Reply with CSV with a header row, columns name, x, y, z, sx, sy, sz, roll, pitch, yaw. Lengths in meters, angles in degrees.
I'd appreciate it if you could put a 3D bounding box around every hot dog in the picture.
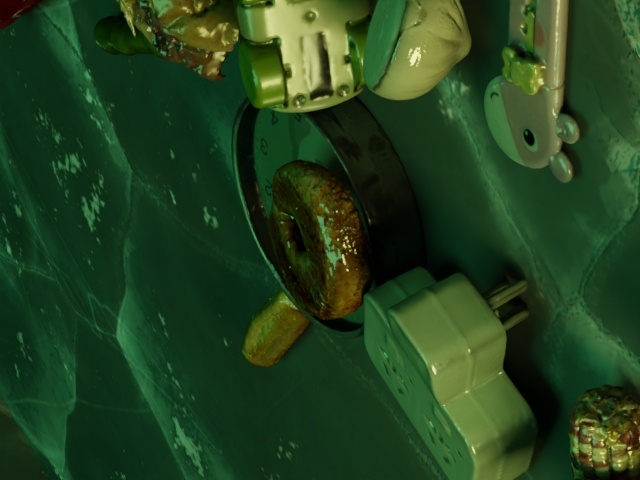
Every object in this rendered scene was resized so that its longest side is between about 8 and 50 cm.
name,x,y,z,sx,sy,sz,roll,pitch,yaw
hot dog,-0.056,0.106,2.293,0.066,0.047,0.216,27,151,-3

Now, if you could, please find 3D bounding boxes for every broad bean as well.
name,x,y,z,sx,sy,sz,roll,pitch,yaw
broad bean,-0.243,-0.269,2.343,0.256,0.052,0.052,16,86,56

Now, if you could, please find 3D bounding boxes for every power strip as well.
name,x,y,z,sx,sy,sz,roll,pitch,yaw
power strip,0.151,0.123,1.863,0.229,0.141,0.261,55,166,24

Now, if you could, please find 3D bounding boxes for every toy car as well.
name,x,y,z,sx,sy,sz,roll,pitch,yaw
toy car,-0.035,-0.264,1.877,0.235,0.145,0.235,166,90,-78

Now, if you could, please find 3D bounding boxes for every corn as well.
name,x,y,z,sx,sy,sz,roll,pitch,yaw
corn,0.283,0.247,1.736,0.079,0.079,0.237,39,145,44

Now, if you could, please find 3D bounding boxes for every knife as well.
name,x,y,z,sx,sy,sz,roll,pitch,yaw
knife,0.189,-0.226,1.568,0.132,0.038,0.399,38,142,40

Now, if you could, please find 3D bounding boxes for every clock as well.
name,x,y,z,sx,sy,sz,roll,pitch,yaw
clock,0.003,-0.038,2.046,0.319,0.066,0.319,43,147,39

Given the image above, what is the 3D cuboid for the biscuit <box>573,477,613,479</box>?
name,x,y,z,sx,sy,sz,roll,pitch,yaw
biscuit,0.301,0.281,1.686,0.206,0.025,0.126,27,133,2

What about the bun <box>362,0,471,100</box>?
name,x,y,z,sx,sy,sz,roll,pitch,yaw
bun,0.100,-0.197,1.705,0.138,0.094,0.138,-167,90,-75

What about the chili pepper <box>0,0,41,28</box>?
name,x,y,z,sx,sy,sz,roll,pitch,yaw
chili pepper,-0.436,-0.381,2.552,0.110,0.110,0.387,66,155,1

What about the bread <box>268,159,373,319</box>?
name,x,y,z,sx,sy,sz,roll,pitch,yaw
bread,0.000,0.000,1.943,0.193,0.064,0.193,48,147,45

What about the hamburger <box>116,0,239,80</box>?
name,x,y,z,sx,sy,sz,roll,pitch,yaw
hamburger,-0.178,-0.352,2.025,0.155,0.245,0.282,-25,44,69
